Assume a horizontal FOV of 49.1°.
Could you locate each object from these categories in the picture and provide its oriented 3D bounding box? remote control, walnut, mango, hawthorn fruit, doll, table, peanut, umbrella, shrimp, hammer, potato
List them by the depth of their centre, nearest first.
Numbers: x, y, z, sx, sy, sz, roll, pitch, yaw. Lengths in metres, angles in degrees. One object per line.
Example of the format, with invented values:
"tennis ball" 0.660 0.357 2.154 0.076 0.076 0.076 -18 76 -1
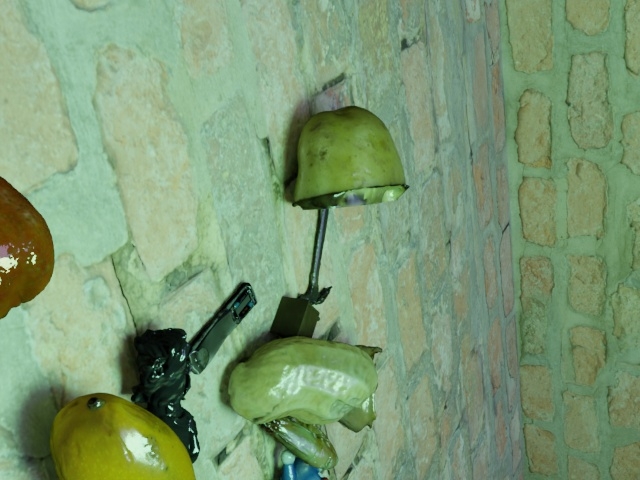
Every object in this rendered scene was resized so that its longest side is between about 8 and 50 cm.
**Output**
"hawthorn fruit" -0.393 0.007 0.784 0.189 0.189 0.189 -15 108 -58
"mango" -0.275 0.352 1.029 0.144 0.186 0.359 -85 161 -50
"umbrella" -0.255 0.278 1.137 0.122 0.110 0.273 -25 121 -56
"remote control" -0.183 0.161 1.308 0.212 0.028 0.059 -53 139 -42
"peanut" -0.031 0.278 1.419 0.339 0.158 0.174 16 109 -33
"doll" -0.065 0.565 1.481 0.257 0.161 0.215 -56 128 -65
"shrimp" -0.058 0.401 1.494 0.267 0.145 0.061 34 106 -33
"potato" 0.053 -0.177 1.494 0.285 0.242 0.243 -11 105 -33
"table" -0.049 0.177 1.500 0.082 0.070 0.083 49 53 -51
"hammer" 0.001 0.000 1.602 0.125 0.026 0.298 10 85 -59
"walnut" 0.064 0.334 1.643 0.238 0.141 0.204 118 -11 -78
